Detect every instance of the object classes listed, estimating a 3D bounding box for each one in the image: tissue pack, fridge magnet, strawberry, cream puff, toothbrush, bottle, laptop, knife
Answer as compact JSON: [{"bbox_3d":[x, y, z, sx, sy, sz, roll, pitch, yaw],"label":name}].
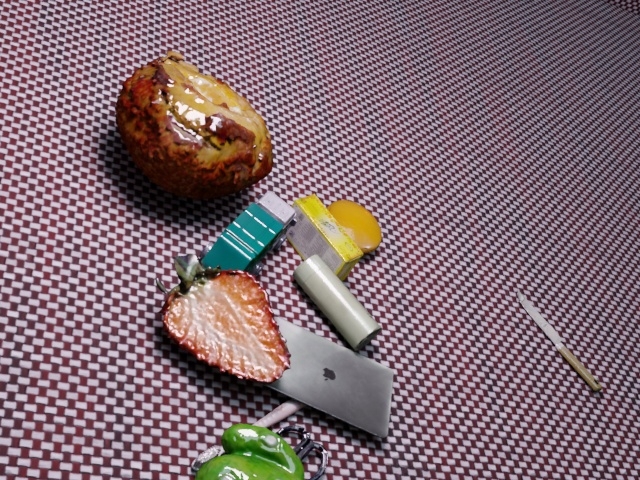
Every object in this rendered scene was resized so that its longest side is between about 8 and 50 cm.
[{"bbox_3d":[0.000,0.000,1.863,0.062,0.095,0.176,-22,64,-44],"label":"tissue pack"},{"bbox_3d":[0.070,-0.028,1.958,0.143,0.063,0.143,18,45,-19],"label":"fridge magnet"},{"bbox_3d":[-0.175,0.149,1.598,0.188,0.106,0.286,-40,82,-19],"label":"strawberry"},{"bbox_3d":[-0.263,-0.209,1.791,0.350,0.228,0.350,33,18,-12],"label":"cream puff"},{"bbox_3d":[-0.104,0.320,1.544,0.307,0.029,0.025,-24,63,-44],"label":"toothbrush"},{"bbox_3d":[0.032,0.123,1.785,0.072,0.072,0.201,-25,68,-44],"label":"bottle"},{"bbox_3d":[0.014,0.256,1.674,0.269,0.015,0.187,26,34,-9],"label":"laptop"},{"bbox_3d":[0.546,0.229,2.056,0.047,0.017,0.298,-16,57,-43],"label":"knife"}]

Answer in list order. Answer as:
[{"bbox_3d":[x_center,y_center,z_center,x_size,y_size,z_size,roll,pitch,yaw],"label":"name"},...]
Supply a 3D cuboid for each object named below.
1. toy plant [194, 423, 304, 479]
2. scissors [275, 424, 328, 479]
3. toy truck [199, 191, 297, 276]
[{"bbox_3d":[-0.050,0.430,1.379,0.316,0.184,0.224,26,53,2],"label":"toy plant"},{"bbox_3d":[-0.098,0.411,1.469,0.109,0.022,0.300,41,42,14],"label":"scissors"},{"bbox_3d":[-0.142,0.002,1.755,0.114,0.124,0.253,38,43,2],"label":"toy truck"}]
